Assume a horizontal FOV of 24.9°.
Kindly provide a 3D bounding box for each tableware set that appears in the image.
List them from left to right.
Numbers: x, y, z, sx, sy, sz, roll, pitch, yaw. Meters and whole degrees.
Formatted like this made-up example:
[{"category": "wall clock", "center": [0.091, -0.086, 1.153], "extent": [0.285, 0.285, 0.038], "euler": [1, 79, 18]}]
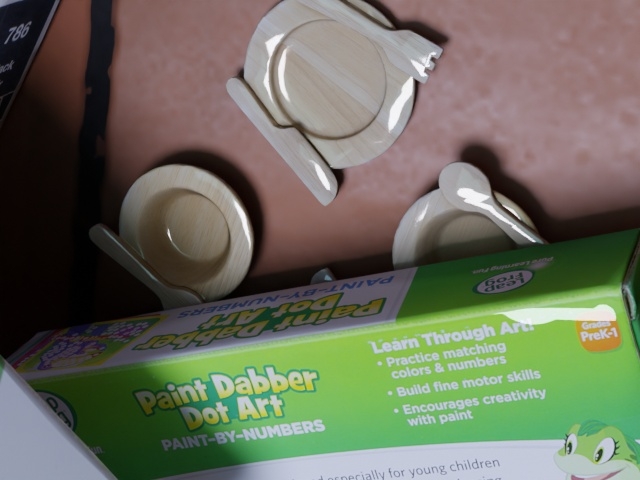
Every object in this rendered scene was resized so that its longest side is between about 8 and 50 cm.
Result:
[{"category": "tableware set", "center": [0.000, 0.000, 0.529], "extent": [0.141, 0.020, 0.168], "euler": [45, 117, 1]}]

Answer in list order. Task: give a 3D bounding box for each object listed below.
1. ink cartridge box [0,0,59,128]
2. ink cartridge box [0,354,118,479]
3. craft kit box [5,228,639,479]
[{"category": "ink cartridge box", "center": [-0.172, -0.127, 0.529], "extent": [0.165, 0.065, 0.332], "euler": [36, 118, 7]}, {"category": "ink cartridge box", "center": [-0.195, 0.117, 0.529], "extent": [0.201, 0.117, 0.278], "euler": [47, 143, -2]}, {"category": "craft kit box", "center": [0.025, 0.135, 0.536], "extent": [0.250, 0.061, 0.246], "euler": [-10, 111, 24]}]
